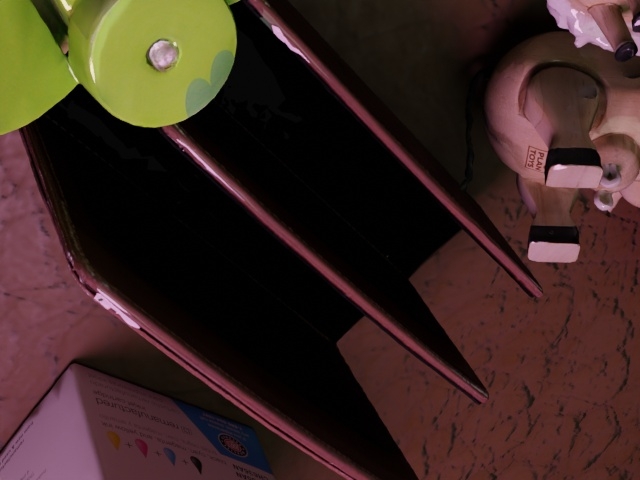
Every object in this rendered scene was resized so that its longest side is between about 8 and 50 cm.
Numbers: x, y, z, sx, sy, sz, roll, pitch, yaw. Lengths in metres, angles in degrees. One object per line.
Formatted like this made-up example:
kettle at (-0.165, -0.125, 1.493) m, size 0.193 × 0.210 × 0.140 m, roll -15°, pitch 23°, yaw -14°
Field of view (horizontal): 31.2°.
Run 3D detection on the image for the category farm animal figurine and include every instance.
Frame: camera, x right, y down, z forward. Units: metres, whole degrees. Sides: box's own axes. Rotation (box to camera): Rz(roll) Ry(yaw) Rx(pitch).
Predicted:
farm animal figurine at (0.244, -0.062, 0.729) m, size 0.327 × 0.172 × 0.330 m, roll 11°, pitch 139°, yaw -12°

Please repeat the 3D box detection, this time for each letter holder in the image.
letter holder at (0.000, 0.000, 0.643) m, size 0.152 × 0.214 × 0.302 m, roll -42°, pitch 129°, yaw 9°

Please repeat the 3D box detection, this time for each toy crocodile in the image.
toy crocodile at (-0.037, -0.148, 0.483) m, size 0.341 × 0.115 × 0.105 m, roll -33°, pitch 135°, yaw -14°

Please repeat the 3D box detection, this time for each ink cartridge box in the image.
ink cartridge box at (-0.117, 0.234, 0.745) m, size 0.171 × 0.232 × 0.168 m, roll 28°, pitch 109°, yaw -36°
